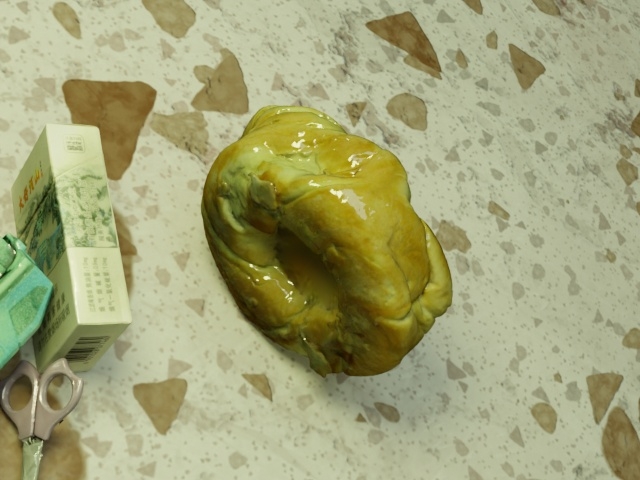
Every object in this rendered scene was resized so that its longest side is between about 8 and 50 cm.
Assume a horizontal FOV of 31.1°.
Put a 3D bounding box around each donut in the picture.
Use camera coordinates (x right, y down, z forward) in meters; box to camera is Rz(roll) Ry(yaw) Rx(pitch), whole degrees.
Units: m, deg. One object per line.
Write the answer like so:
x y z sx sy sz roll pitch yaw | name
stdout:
0.000 0.000 1.457 0.170 0.360 0.360 -38 88 -34 | donut

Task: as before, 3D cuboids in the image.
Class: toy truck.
-0.429 0.106 1.252 0.156 0.155 0.279 47 49 -12 | toy truck

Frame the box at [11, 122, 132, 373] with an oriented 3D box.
-0.302 0.011 1.375 0.069 0.164 0.257 0 64 -31 | box

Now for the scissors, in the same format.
-0.327 0.238 1.300 0.021 0.110 0.212 44 47 -61 | scissors
